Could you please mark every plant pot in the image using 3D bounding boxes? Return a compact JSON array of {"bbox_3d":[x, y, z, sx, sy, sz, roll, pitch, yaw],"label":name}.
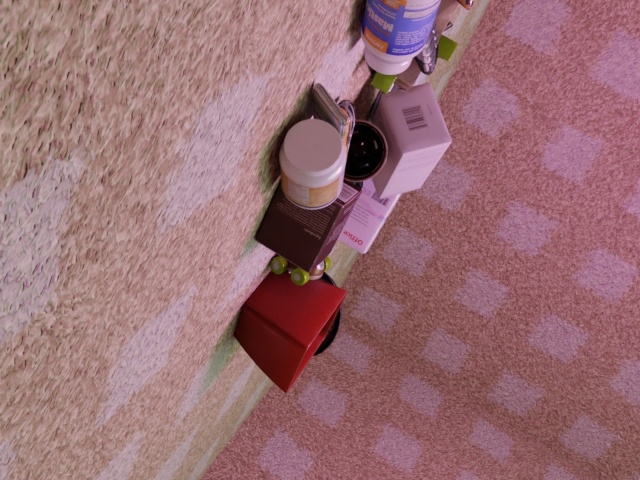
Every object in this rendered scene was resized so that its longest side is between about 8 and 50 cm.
[{"bbox_3d":[-0.109,0.250,2.113,0.267,0.235,0.267,-52,170,-42],"label":"plant pot"},{"bbox_3d":[0.105,-0.252,1.924,0.167,0.166,0.165,-61,179,12],"label":"plant pot"}]

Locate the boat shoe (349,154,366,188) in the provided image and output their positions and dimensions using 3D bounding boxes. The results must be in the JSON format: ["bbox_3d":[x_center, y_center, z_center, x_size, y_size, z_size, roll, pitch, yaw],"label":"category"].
[{"bbox_3d":[0.099,-0.191,2.255,0.258,0.089,0.109,-53,-177,-13],"label":"boat shoe"}]

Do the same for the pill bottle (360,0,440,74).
[{"bbox_3d":[0.167,-0.481,1.476,0.152,0.152,0.272,-55,171,-24],"label":"pill bottle"}]

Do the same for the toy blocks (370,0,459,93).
[{"bbox_3d":[0.257,-0.544,1.822,0.382,0.190,0.261,-60,-177,6],"label":"toy blocks"}]

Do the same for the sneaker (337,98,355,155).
[{"bbox_3d":[0.047,-0.267,1.769,0.083,0.084,0.215,-59,172,-37],"label":"sneaker"}]

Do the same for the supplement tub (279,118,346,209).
[{"bbox_3d":[-0.018,-0.165,1.518,0.144,0.144,0.200,-57,171,-17],"label":"supplement tub"}]

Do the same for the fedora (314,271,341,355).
[{"bbox_3d":[-0.077,0.257,2.473,0.152,0.334,0.334,3,123,-42],"label":"fedora"}]

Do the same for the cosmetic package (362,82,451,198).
[{"bbox_3d":[0.241,-0.283,2.046,0.155,0.197,0.365,-15,167,-9],"label":"cosmetic package"}]

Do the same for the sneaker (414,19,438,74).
[{"bbox_3d":[0.202,-0.501,1.644,0.086,0.132,0.229,-60,146,-40],"label":"sneaker"}]

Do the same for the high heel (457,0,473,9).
[{"bbox_3d":[0.282,-0.619,1.573,0.186,0.093,0.261,-57,133,-41],"label":"high heel"}]

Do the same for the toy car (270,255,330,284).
[{"bbox_3d":[-0.044,0.010,2.044,0.155,0.148,0.189,-28,138,-55],"label":"toy car"}]

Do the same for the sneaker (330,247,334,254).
[{"bbox_3d":[0.000,0.000,2.459,0.237,0.085,0.086,50,45,-77],"label":"sneaker"}]

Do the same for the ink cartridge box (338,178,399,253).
[{"bbox_3d":[0.139,-0.123,2.374,0.278,0.201,0.117,-60,173,6],"label":"ink cartridge box"}]

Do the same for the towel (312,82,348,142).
[{"bbox_3d":[0.021,-0.267,1.511,0.023,0.113,0.152,-32,167,-10],"label":"towel"}]

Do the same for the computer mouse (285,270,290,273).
[{"bbox_3d":[-0.091,0.052,2.203,0.193,0.042,0.106,-64,177,-8],"label":"computer mouse"}]

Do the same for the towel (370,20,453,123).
[{"bbox_3d":[0.297,-0.541,2.241,0.375,0.090,0.320,-63,170,26],"label":"towel"}]

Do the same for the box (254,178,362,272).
[{"bbox_3d":[-0.028,-0.065,1.727,0.203,0.167,0.168,-63,171,24],"label":"box"}]

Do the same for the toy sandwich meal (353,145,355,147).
[{"bbox_3d":[0.104,-0.290,2.192,0.086,0.029,0.085,-61,173,-13],"label":"toy sandwich meal"}]
